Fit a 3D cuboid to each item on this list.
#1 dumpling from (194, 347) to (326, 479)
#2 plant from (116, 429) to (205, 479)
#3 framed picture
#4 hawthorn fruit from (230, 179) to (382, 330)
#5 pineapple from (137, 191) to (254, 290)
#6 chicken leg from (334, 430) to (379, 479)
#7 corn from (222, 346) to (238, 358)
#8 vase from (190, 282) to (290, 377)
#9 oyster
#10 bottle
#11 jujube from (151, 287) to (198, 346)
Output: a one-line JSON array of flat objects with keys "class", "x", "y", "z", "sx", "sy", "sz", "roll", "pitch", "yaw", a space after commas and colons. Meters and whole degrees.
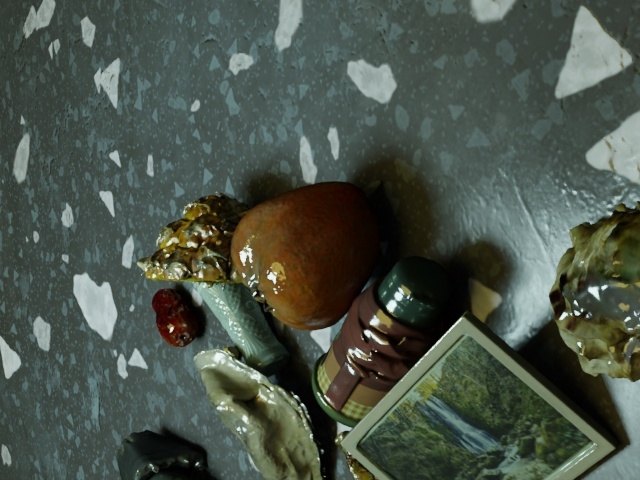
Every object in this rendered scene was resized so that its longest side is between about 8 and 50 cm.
[{"class": "dumpling", "x": -0.091, "y": 0.309, "z": 1.556, "sx": 0.332, "sy": 0.086, "sz": 0.166, "roll": 53, "pitch": 140, "yaw": 1}, {"class": "plant", "x": -0.301, "y": 0.468, "z": 1.867, "sx": 0.256, "sy": 0.142, "sz": 0.164, "roll": 42, "pitch": 128, "yaw": 52}, {"class": "framed picture", "x": 0.188, "y": 0.258, "z": 1.244, "sx": 0.240, "sy": 0.020, "sz": 0.324, "roll": 42, "pitch": 132, "yaw": 5}, {"class": "hawthorn fruit", "x": 0.000, "y": 0.000, "z": 1.371, "sx": 0.199, "sy": 0.251, "sz": 0.199, "roll": 44, "pitch": 171, "yaw": 9}, {"class": "pineapple", "x": -0.169, "y": -0.002, "z": 1.529, "sx": 0.334, "sy": 0.161, "sz": 0.158, "roll": 7, "pitch": 86, "yaw": 35}, {"class": "chicken leg", "x": 0.072, "y": 0.349, "z": 1.450, "sx": 0.178, "sy": 0.070, "sz": 0.093, "roll": -126, "pitch": 20, "yaw": -47}, {"class": "corn", "x": -0.172, "y": 0.228, "z": 1.745, "sx": 0.037, "sy": 0.037, "sz": 0.092, "roll": 51, "pitch": 130, "yaw": 33}, {"class": "vase", "x": -0.133, "y": 0.128, "z": 1.641, "sx": 0.219, "sy": 0.096, "sz": 0.096, "roll": 57, "pitch": 135, "yaw": 24}, {"class": "oyster", "x": 0.362, "y": 0.057, "z": 0.991, "sx": 0.337, "sy": 0.133, "sz": 0.197, "roll": -9, "pitch": 97, "yaw": 55}, {"class": "bottle", "x": 0.096, "y": 0.131, "z": 1.326, "sx": 0.156, "sy": 0.143, "sz": 0.271, "roll": -81, "pitch": 14, "yaw": -49}, {"class": "jujube", "x": -0.278, "y": 0.144, "z": 1.831, "sx": 0.129, "sy": 0.077, "sz": 0.077, "roll": 52, "pitch": 133, "yaw": 39}]
